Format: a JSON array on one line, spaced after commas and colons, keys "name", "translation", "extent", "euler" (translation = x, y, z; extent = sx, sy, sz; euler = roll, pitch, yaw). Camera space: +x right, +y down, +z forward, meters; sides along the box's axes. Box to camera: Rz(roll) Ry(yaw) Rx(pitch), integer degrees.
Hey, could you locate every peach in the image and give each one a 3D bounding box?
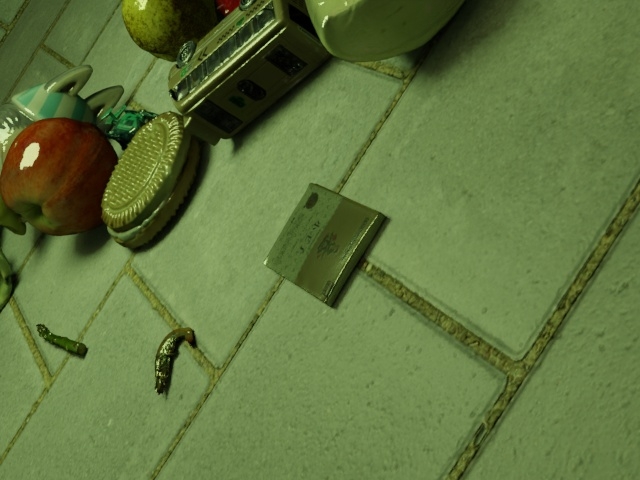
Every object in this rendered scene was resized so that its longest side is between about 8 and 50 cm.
[{"name": "peach", "translation": [-0.492, -0.137, 2.048], "extent": [0.232, 0.232, 0.256], "euler": [-13, 37, 50]}]

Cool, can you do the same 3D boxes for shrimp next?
[{"name": "shrimp", "translation": [-0.220, 0.175, 1.567], "extent": [0.083, 0.023, 0.114], "euler": [-30, 37, 34]}]

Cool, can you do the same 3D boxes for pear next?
[{"name": "pear", "translation": [-0.300, -0.447, 2.073], "extent": [0.197, 0.197, 0.197], "euler": [-36, 37, 33]}]

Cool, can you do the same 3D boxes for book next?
[{"name": "book", "translation": [0.000, 0.000, 1.414], "extent": [0.138, 0.016, 0.199], "euler": [-59, 31, -2]}]

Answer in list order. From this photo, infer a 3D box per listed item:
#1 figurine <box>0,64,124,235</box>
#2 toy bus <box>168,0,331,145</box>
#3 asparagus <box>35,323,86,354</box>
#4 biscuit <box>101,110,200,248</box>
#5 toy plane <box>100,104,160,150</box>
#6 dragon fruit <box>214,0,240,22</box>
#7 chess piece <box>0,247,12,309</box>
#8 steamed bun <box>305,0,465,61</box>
[{"name": "figurine", "translation": [-0.576, -0.207, 2.303], "extent": [0.378, 0.266, 0.361], "euler": [-30, 8, -3]}, {"name": "toy bus", "translation": [-0.120, -0.291, 1.737], "extent": [0.289, 0.139, 0.157], "euler": [-34, 43, 29]}, {"name": "asparagus", "translation": [-0.483, 0.182, 1.937], "extent": [0.025, 0.024, 0.248], "euler": [-23, 16, -29]}, {"name": "biscuit", "translation": [-0.309, -0.111, 1.895], "extent": [0.259, 0.079, 0.259], "euler": [-36, 37, 33]}, {"name": "toy plane", "translation": [-0.396, -0.236, 2.157], "extent": [0.096, 0.060, 0.235], "euler": [-55, 33, -10]}, {"name": "dragon fruit", "translation": [-0.085, -0.473, 1.880], "extent": [0.343, 0.100, 0.282], "euler": [-18, 48, 52]}, {"name": "chess piece", "translation": [-0.830, 0.020, 2.413], "extent": [0.234, 0.234, 0.442], "euler": [-54, 36, 7]}, {"name": "steamed bun", "translation": [0.104, -0.352, 1.449], "extent": [0.250, 0.155, 0.200], "euler": [-42, 36, 13]}]
